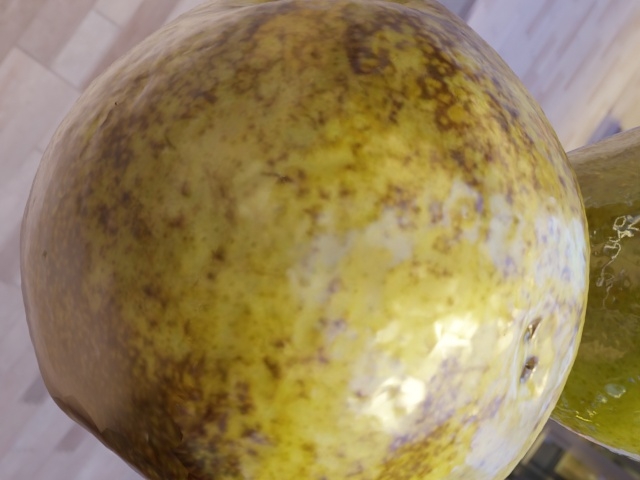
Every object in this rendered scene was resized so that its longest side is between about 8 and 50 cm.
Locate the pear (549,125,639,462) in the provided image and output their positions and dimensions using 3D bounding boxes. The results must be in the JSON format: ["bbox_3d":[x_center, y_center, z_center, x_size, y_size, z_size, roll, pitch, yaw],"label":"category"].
[{"bbox_3d":[0.258,0.040,0.928,0.253,0.307,0.253,-2,90,-78],"label":"pear"}]

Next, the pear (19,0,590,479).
[{"bbox_3d":[0.000,0.000,0.484,0.197,0.197,0.197,-48,163,-20],"label":"pear"}]
